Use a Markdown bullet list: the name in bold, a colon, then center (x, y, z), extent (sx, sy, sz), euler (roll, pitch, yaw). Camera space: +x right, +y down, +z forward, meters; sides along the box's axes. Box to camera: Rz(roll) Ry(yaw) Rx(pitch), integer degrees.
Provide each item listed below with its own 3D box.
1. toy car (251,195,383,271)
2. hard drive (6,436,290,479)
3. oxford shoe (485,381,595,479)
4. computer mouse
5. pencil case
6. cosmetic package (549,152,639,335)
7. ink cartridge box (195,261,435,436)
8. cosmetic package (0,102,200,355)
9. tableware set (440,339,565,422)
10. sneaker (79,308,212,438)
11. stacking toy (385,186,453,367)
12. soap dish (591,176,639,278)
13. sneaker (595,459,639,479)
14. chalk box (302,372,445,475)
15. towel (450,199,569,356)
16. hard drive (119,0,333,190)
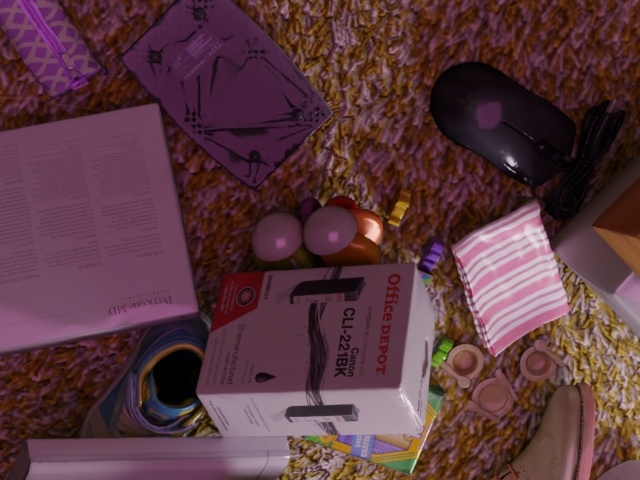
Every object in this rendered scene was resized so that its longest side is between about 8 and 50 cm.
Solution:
- **toy car**: center (0.000, 0.000, 1.792), extent (0.182, 0.136, 0.159), euler (-7, 139, 22)
- **hard drive**: center (-0.243, 0.337, 1.755), extent (0.353, 0.047, 0.233), euler (4, 140, -27)
- **oxford shoe**: center (0.285, 0.381, 1.898), extent (0.147, 0.140, 0.397), euler (19, 96, -2)
- **computer mouse**: center (0.282, -0.156, 1.824), extent (0.272, 0.072, 0.188), euler (26, 98, -11)
- **pencil case**: center (-0.371, -0.281, 1.719), extent (0.086, 0.088, 0.206), euler (-34, 102, -1)
- **cosmetic package**: center (0.587, 0.056, 1.769), extent (0.327, 0.329, 0.394), euler (-44, 102, 5)
- **ink cartridge box**: center (-0.001, 0.142, 1.699), extent (0.273, 0.197, 0.114), euler (-3, 141, 17)
- **cosmetic package**: center (-0.368, -0.003, 1.729), extent (0.377, 0.097, 0.284), euler (-11, 81, -4)
- **tableware set**: center (0.261, 0.176, 1.913), extent (0.169, 0.020, 0.141), euler (-44, 102, 3)
- **sneaker**: center (-0.242, 0.247, 1.773), extent (0.127, 0.208, 0.319), euler (24, 97, -12)
- **stacking toy**: center (0.139, 0.056, 1.864), extent (0.167, 0.052, 0.221), euler (24, 99, -9)
- **soap dish**: center (0.497, 0.009, 1.521), extent (0.229, 0.118, 0.291), euler (-44, 97, 5)
- **sneaker**: center (0.435, 0.437, 1.964), extent (0.217, 0.079, 0.121), euler (-47, 127, -11)
- **chalk box**: center (0.044, 0.218, 1.839), extent (0.213, 0.132, 0.132), euler (22, 98, -11)
- **towel**: center (0.271, 0.054, 1.843), extent (0.144, 0.029, 0.197), euler (-29, 121, -13)
- **hard drive**: center (-0.126, -0.211, 1.776), extent (0.172, 0.054, 0.255), euler (-45, 102, 3)
